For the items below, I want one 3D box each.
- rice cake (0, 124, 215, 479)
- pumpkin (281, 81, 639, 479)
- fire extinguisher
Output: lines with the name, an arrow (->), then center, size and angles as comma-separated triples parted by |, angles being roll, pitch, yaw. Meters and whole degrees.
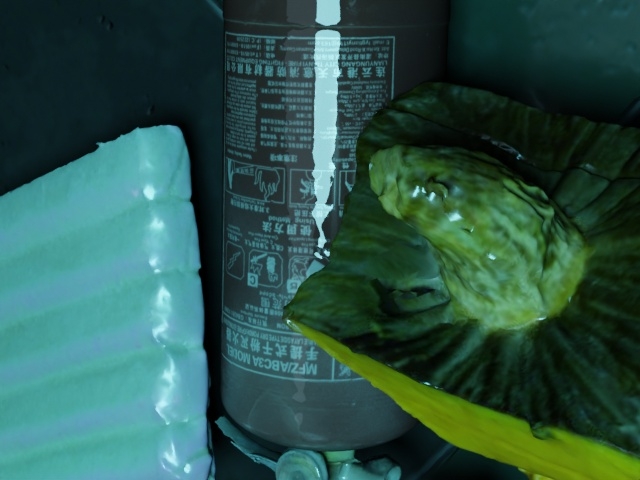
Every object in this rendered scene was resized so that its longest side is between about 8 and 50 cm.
rice cake -> -0.133, 0.052, 0.654 | 0.198, 0.037, 0.189 | -9, 85, 38
pumpkin -> 0.114, 0.031, 0.413 | 0.248, 0.131, 0.126 | 35, 157, 2
fire extinguisher -> 0.000, 0.000, 0.548 | 0.104, 0.105, 0.269 | 9, 106, 30
